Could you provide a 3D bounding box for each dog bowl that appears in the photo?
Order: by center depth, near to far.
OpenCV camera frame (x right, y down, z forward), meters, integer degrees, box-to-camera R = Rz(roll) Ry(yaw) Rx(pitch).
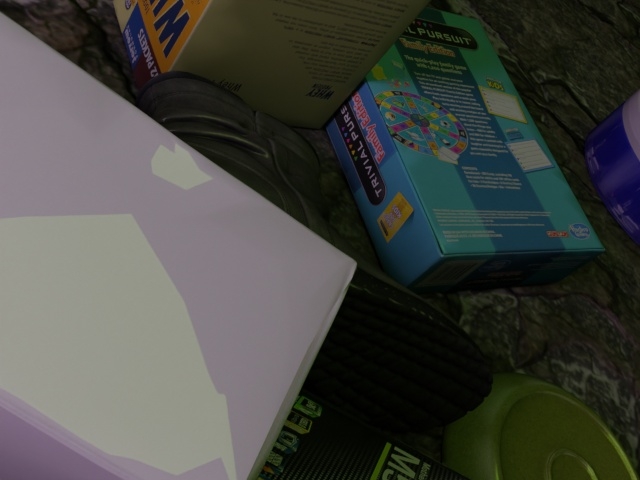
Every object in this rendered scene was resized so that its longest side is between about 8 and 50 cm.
[{"bbox_3d":[0.506,-0.088,1.086,0.265,0.104,0.265,20,48,-24],"label":"dog bowl"}]

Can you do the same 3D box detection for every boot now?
[{"bbox_3d":[0.000,0.000,0.624,0.338,0.118,0.222,38,25,-29],"label":"boot"}]

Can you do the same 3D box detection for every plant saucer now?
[{"bbox_3d":[0.212,0.221,0.673,0.241,0.037,0.241,20,49,-25],"label":"plant saucer"}]

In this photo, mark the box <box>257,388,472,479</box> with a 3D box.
[{"bbox_3d":[0.024,0.183,0.468,0.184,0.045,0.191,25,21,11],"label":"box"}]

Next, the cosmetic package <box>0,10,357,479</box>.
[{"bbox_3d":[-0.204,-0.002,0.377,0.385,0.217,0.156,35,54,-13],"label":"cosmetic package"}]

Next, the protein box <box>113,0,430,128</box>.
[{"bbox_3d":[-0.046,-0.221,0.688,0.200,0.201,0.136,-1,59,-38],"label":"protein box"}]

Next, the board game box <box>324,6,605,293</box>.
[{"bbox_3d":[0.132,-0.111,0.832,0.254,0.079,0.336,0,59,-38],"label":"board game box"}]
